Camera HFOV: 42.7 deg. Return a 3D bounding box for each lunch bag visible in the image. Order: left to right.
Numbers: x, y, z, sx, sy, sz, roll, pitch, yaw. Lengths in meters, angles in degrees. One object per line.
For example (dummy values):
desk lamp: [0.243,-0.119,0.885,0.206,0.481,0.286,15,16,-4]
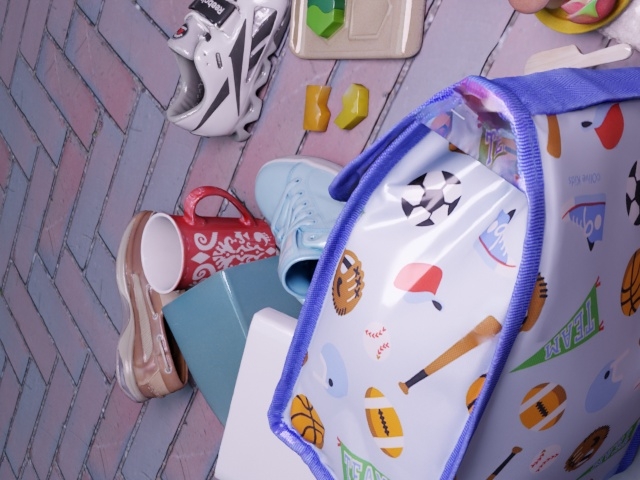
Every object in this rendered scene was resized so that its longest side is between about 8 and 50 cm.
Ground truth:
lunch bag: [0.166,0.036,0.680,0.239,0.327,0.386,44,130,36]

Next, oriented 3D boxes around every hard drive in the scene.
hard drive: [0.057,0.249,0.934,0.352,0.047,0.233,22,111,19]

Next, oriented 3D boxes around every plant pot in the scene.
plant pot: [-0.073,0.158,1.105,0.165,0.165,0.234,-30,78,45]

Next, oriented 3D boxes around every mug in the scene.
mug: [-0.147,0.006,1.169,0.150,0.169,0.113,-44,60,40]

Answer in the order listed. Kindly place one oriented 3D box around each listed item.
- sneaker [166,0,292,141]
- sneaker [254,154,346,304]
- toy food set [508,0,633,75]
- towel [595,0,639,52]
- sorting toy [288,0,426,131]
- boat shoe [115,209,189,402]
sneaker: [-0.137,-0.303,1.163,0.122,0.146,0.331,32,114,45]
sneaker: [0.000,0.000,0.979,0.366,0.150,0.135,41,120,41]
toy food set: [0.221,-0.261,0.739,0.128,0.071,0.218,10,102,49]
towel: [0.299,-0.325,0.732,0.187,0.049,0.282,43,123,39]
sorting toy: [0.036,-0.291,1.040,0.229,0.041,0.308,14,103,48]
boat shoe: [-0.266,0.105,1.370,0.116,0.123,0.325,-8,75,15]
